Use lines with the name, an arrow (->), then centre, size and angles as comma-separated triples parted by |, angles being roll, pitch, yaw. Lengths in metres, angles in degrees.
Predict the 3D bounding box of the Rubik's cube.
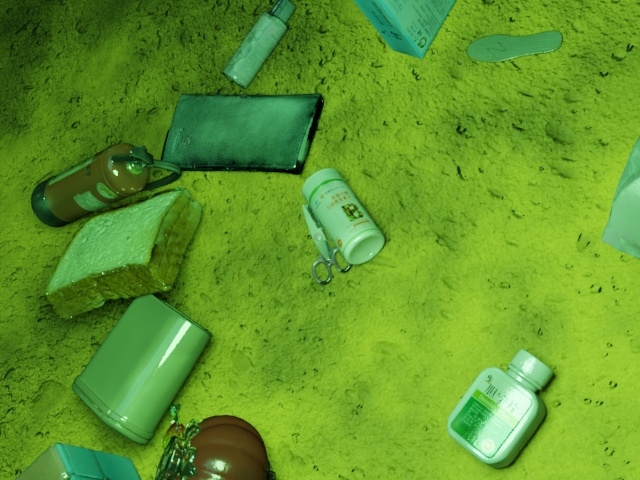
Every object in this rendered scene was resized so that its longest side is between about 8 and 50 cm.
Rubik's cube -> -0.443, 0.534, 1.704 | 0.221, 0.231, 0.225 | -42, 57, 8

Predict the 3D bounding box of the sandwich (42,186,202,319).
sandwich -> -0.402, 0.021, 1.930 | 0.301, 0.099, 0.271 | -17, 32, 28

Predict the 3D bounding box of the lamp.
lamp -> -0.176, 0.417, 1.625 | 0.227, 0.227, 0.227 | -12, 64, 25

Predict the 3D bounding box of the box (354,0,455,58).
box -> 0.156, -0.474, 1.801 | 0.083, 0.232, 0.143 | 25, 83, 35

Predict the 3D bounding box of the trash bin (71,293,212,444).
trash bin -> -0.348, 0.239, 1.826 | 0.243, 0.121, 0.247 | 26, 81, 51

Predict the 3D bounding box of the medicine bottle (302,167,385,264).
medicine bottle -> 0.042, -0.046, 1.769 | 0.086, 0.086, 0.183 | -40, 56, 9

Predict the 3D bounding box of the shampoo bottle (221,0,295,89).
shampoo bottle -> -0.132, -0.436, 2.050 | 0.072, 0.072, 0.214 | 33, 87, 36

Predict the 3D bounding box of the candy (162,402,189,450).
candy -> -0.289, 0.331, 1.822 | 0.060, 0.060, 0.201 | -32, 49, 14

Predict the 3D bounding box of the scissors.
scissors -> 0.000, 0.000, 1.811 | 0.085, 0.022, 0.176 | -33, 59, 15

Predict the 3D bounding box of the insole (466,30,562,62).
insole -> 0.366, -0.370, 1.777 | 0.188, 0.004, 0.064 | -1, 70, 29

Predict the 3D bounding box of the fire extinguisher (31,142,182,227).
fire extinguisher -> -0.452, -0.136, 2.028 | 0.376, 0.200, 0.113 | -19, 94, 40

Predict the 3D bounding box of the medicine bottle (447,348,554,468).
medicine bottle -> 0.295, 0.265, 1.500 | 0.119, 0.069, 0.183 | 36, 88, 38

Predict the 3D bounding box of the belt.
belt -> 0.563, -0.112, 1.421 | 0.122, 0.217, 0.339 | 29, 86, 36

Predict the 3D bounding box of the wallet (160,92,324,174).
wallet -> -0.174, -0.232, 1.997 | 0.379, 0.046, 0.191 | 4, 70, 32
